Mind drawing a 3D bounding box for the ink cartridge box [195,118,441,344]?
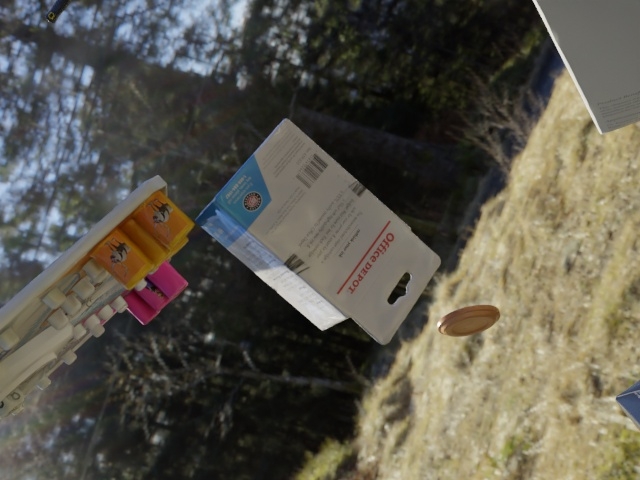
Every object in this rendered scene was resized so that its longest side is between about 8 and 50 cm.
[{"bbox_3d":[0.000,0.000,0.683,0.104,0.180,0.060,-52,8,-28],"label":"ink cartridge box"}]

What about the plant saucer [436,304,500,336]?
[{"bbox_3d":[0.194,0.107,1.067,0.083,0.084,0.013,116,147,-56],"label":"plant saucer"}]

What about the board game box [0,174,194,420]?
[{"bbox_3d":[-0.268,0.132,0.729,0.390,0.050,0.390,-45,0,-14],"label":"board game box"}]

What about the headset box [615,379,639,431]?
[{"bbox_3d":[0.335,0.206,0.483,0.110,0.293,0.218,-39,4,7],"label":"headset box"}]

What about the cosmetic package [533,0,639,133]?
[{"bbox_3d":[0.356,-0.285,0.906,0.385,0.217,0.156,34,-138,-57],"label":"cosmetic package"}]

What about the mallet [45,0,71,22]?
[{"bbox_3d":[-0.360,-0.380,1.185,0.190,0.062,0.039,-21,28,40],"label":"mallet"}]
